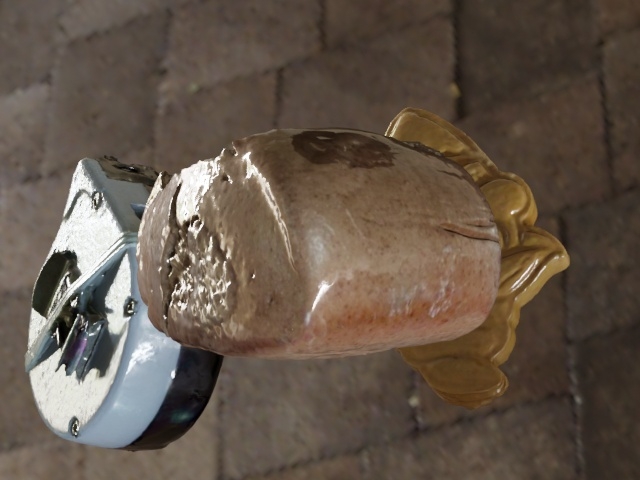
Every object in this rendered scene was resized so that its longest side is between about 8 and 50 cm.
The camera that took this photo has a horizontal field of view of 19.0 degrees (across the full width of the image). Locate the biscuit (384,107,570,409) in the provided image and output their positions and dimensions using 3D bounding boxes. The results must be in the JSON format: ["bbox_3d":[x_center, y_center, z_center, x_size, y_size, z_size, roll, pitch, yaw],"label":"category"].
[{"bbox_3d":[0.084,0.004,1.323,0.162,0.035,0.250,-22,51,12],"label":"biscuit"}]

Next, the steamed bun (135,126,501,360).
[{"bbox_3d":[0.000,0.000,0.919,0.175,0.144,0.106,-1,93,57],"label":"steamed bun"}]

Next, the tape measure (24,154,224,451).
[{"bbox_3d":[-0.141,0.057,1.362,0.181,0.107,0.182,46,118,54],"label":"tape measure"}]
